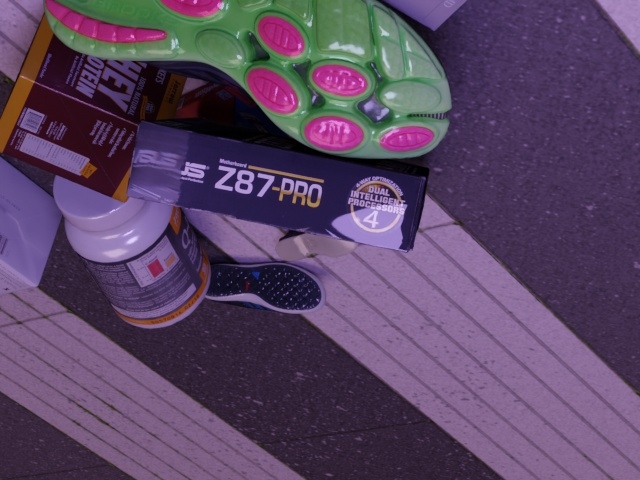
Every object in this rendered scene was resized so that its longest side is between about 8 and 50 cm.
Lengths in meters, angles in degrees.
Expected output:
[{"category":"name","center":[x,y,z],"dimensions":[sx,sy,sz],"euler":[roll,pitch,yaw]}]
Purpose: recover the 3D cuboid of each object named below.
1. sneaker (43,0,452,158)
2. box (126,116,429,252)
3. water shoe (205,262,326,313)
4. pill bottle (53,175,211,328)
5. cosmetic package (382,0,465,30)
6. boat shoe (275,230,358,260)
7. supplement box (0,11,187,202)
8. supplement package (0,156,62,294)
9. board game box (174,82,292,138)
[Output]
[{"category":"sneaker","center":[-0.067,-0.236,1.808],"dimensions":[0.482,0.202,0.185],"euler":[24,109,13]},{"category":"box","center":[-0.033,-0.070,1.912],"dimensions":[0.318,0.097,0.395],"euler":[10,-175,4]},{"category":"water shoe","center":[-0.081,0.071,2.456],"dimensions":[0.203,0.073,0.080],"euler":[9,171,17]},{"category":"pill bottle","center":[-0.266,-0.008,2.295],"dimensions":[0.162,0.162,0.278],"euler":[4,148,18]},{"category":"cosmetic package","center":[0.063,-0.333,1.683],"dimensions":[0.238,0.107,0.127],"euler":[28,144,-15]},{"category":"boat shoe","center":[-0.001,-0.002,2.313],"dimensions":[0.133,0.042,0.049],"euler":[-8,117,32]},{"category":"supplement box","center":[-0.293,-0.175,2.067],"dimensions":[0.194,0.129,0.191],"euler":[22,148,-13]},{"category":"supplement package","center":[-0.530,-0.023,2.398],"dimensions":[0.203,0.149,0.194],"euler":[-13,140,37]},{"category":"board game box","center":[-0.054,-0.120,2.155],"dimensions":[0.281,0.027,0.145],"euler":[35,145,-30]}]
